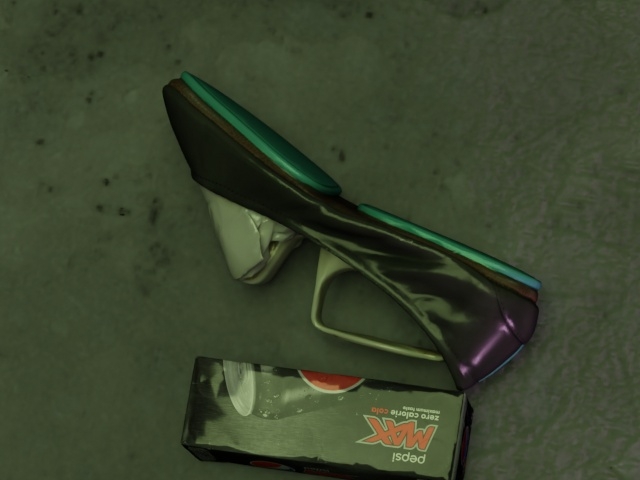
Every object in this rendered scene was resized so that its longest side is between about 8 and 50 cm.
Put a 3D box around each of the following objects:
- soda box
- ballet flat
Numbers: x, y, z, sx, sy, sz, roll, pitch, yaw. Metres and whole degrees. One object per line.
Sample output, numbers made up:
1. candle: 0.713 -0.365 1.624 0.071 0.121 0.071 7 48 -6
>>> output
1. soda box: 0.005 0.112 1.136 0.169 0.053 0.060 6 76 11
2. ballet flat: 0.000 0.000 1.151 0.280 0.095 0.096 32 94 17
